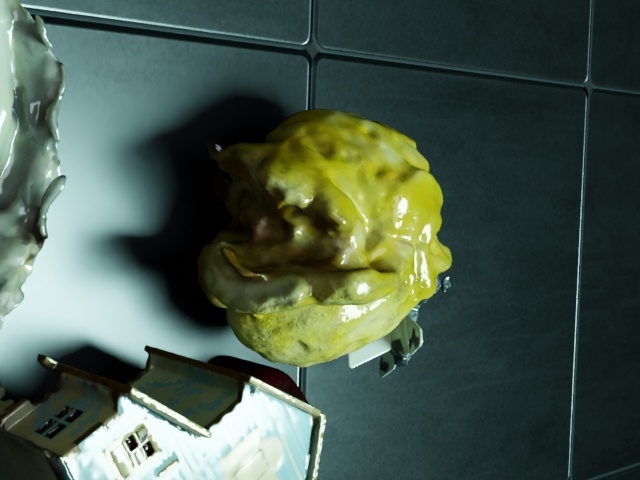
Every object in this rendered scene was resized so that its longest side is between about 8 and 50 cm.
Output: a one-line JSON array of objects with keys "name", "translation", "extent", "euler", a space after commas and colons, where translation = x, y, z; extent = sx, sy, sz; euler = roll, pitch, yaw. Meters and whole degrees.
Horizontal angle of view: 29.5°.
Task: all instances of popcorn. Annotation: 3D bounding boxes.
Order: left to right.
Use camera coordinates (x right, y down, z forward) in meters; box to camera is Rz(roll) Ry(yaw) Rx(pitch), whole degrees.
[{"name": "popcorn", "translation": [0.001, 0.003, 1.030], "extent": [0.253, 0.191, 0.190], "euler": [-23, 145, -43]}]

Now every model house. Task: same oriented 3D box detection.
[{"name": "model house", "translation": [-0.114, 0.172, 0.916], "extent": [0.206, 0.178, 0.271], "euler": [-38, 118, -31]}]

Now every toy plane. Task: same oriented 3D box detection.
[{"name": "toy plane", "translation": [0.077, 0.025, 1.160], "extent": [0.082, 0.160, 0.234], "euler": [18, 59, -13]}]

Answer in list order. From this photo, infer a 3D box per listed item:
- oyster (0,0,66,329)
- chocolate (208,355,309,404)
[{"name": "oyster", "translation": [-0.287, -0.060, 0.763], "extent": [0.237, 0.114, 0.352], "euler": [7, 84, -39]}, {"name": "chocolate", "translation": [-0.052, 0.184, 1.060], "extent": [0.125, 0.080, 0.149], "euler": [26, 73, -45]}]
